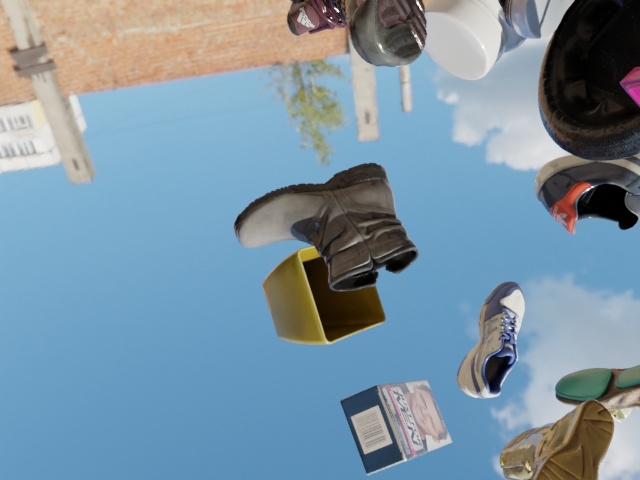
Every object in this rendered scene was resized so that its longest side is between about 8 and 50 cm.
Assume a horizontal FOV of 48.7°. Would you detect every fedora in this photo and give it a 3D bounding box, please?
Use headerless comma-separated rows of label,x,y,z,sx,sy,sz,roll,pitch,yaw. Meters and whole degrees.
fedora,0.459,-0.239,0.981,0.152,0.334,0.334,21,-159,-24

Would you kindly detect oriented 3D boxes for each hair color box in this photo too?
hair color box,0.187,0.429,1.670,0.105,0.174,0.347,-27,161,20

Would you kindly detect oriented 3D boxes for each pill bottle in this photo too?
pill bottle,0.283,-0.393,1.078,0.283,0.161,0.161,-49,-137,-11

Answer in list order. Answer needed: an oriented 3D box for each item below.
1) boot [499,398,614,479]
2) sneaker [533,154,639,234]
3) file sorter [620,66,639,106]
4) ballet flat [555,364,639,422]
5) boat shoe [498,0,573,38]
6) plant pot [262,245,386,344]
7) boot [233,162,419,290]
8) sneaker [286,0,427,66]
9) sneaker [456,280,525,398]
boot,0.380,0.400,1.223,0.095,0.203,0.262,43,-128,2
sneaker,0.572,-0.104,1.266,0.350,0.131,0.148,-20,-130,4
file sorter,0.420,-0.119,0.507,0.182,0.202,0.290,-46,-168,-2
ballet flat,0.610,0.313,1.422,0.107,0.106,0.316,-44,-174,-29
boat shoe,0.259,-0.307,0.876,0.076,0.080,0.228,7,-143,32
plant pot,-0.010,0.127,1.633,0.187,0.212,0.212,-21,175,43
boot,0.000,0.000,1.348,0.338,0.118,0.223,-21,-120,13
sneaker,0.027,-0.251,0.787,0.162,0.106,0.281,-18,-147,26
sneaker,0.436,0.240,1.686,0.112,0.296,0.131,24,172,-16
